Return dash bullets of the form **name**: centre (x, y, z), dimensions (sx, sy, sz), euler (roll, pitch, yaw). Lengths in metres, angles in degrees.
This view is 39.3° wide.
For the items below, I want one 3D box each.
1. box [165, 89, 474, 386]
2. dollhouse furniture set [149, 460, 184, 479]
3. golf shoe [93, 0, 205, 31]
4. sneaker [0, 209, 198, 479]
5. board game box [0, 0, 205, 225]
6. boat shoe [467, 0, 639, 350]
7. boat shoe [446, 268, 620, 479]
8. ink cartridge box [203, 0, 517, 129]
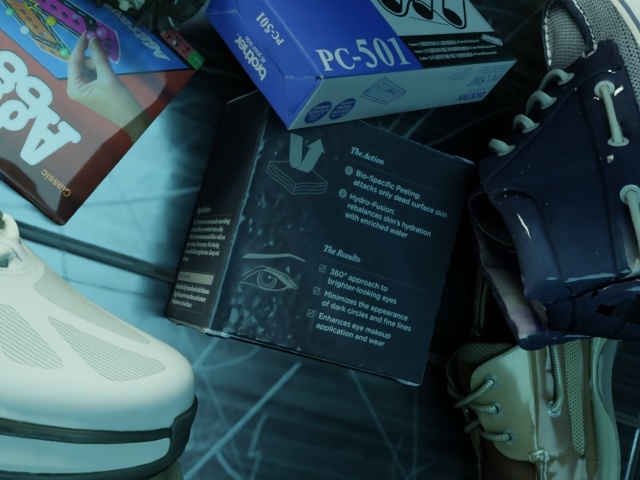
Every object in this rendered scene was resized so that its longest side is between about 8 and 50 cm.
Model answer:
- **box**: centre (0.000, 0.000, 0.601), dimensions (0.156, 0.093, 0.158), euler (18, 83, -25)
- **dollhouse furniture set**: centre (-0.121, 0.216, 0.491), dimensions (0.144, 0.123, 0.151), euler (11, 118, -26)
- **golf shoe**: centre (-0.141, -0.253, 0.517), dimensions (0.273, 0.105, 0.120), euler (52, 41, -13)
- **sneaker**: centre (-0.224, -0.057, 0.429), dimensions (0.447, 0.169, 0.258), euler (26, 91, -21)
- **board game box**: centre (-0.217, -0.153, 0.532), dimensions (0.281, 0.027, 0.145), euler (42, 74, -20)
- **boat shoe**: centre (0.170, -0.074, 0.616), dimensions (0.158, 0.341, 0.127), euler (-7, 135, -2)
- **boat shoe**: centre (0.146, 0.109, 0.666), dimensions (0.116, 0.123, 0.324), euler (17, 73, -20)
- **ink cartridge box**: centre (0.034, -0.132, 0.584), dimensions (0.207, 0.046, 0.097), euler (-16, 64, -45)
